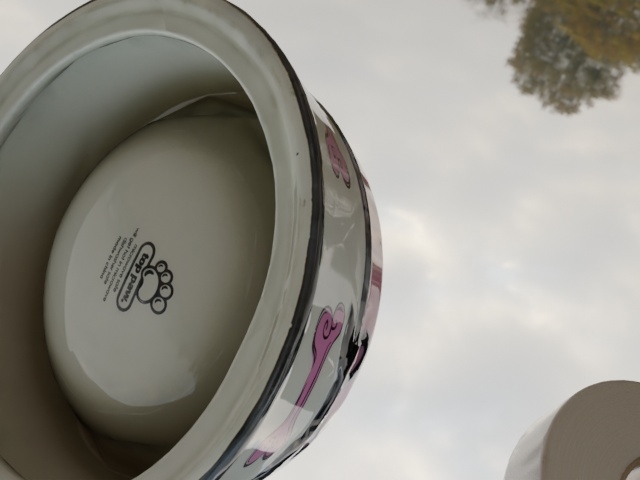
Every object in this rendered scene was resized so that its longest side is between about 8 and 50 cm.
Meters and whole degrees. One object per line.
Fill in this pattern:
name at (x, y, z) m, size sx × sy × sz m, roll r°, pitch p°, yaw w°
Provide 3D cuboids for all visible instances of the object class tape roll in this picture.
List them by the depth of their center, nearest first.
tape roll at (0.364, 0.330, 0.982) m, size 0.392 × 0.072 × 0.392 m, roll 18°, pitch -133°, yaw -21°

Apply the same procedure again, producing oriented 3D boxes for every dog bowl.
dog bowl at (-0.130, 0.022, 0.735) m, size 0.408 × 0.408 × 0.150 m, roll 43°, pitch -168°, yaw 36°
